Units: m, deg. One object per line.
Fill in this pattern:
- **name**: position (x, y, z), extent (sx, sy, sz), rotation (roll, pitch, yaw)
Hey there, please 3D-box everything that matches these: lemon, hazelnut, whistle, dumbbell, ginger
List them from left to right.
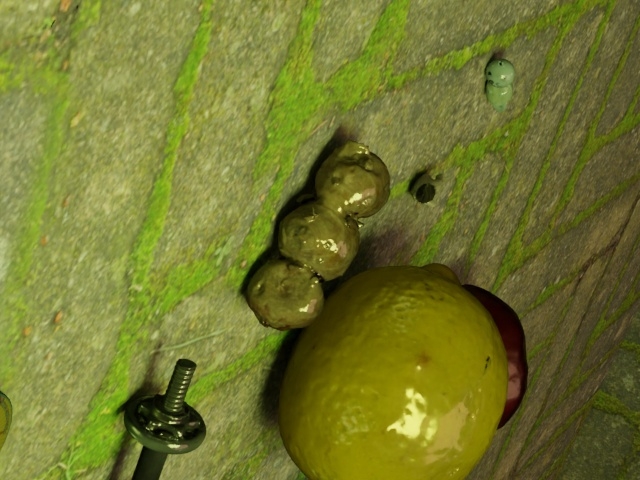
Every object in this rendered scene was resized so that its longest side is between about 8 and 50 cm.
- **dumbbell**: position (-0.164, 0.218, 1.391), extent (0.081, 0.082, 0.254), rotation (-24, 140, -57)
- **ginger**: position (0.000, 0.000, 1.462), extent (0.204, 0.080, 0.104), rotation (-58, 165, -9)
- **lemon**: position (0.083, 0.164, 1.639), extent (0.284, 0.260, 0.260), rotation (-46, 156, -24)
- **hazelnut**: position (0.173, 0.162, 1.961), extent (0.208, 0.208, 0.208), rotation (-47, 156, -28)
- **whistle**: position (0.214, -0.184, 1.753), extent (0.035, 0.035, 0.100), rotation (-51, 159, -20)

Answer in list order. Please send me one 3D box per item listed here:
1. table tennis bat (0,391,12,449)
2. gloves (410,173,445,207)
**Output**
- **table tennis bat**: position (-0.292, 0.182, 1.140), extent (0.155, 0.019, 0.100), rotation (-54, 160, -17)
- **gloves**: position (0.127, -0.060, 1.719), extent (0.044, 0.037, 0.081), rotation (-34, 172, 8)
